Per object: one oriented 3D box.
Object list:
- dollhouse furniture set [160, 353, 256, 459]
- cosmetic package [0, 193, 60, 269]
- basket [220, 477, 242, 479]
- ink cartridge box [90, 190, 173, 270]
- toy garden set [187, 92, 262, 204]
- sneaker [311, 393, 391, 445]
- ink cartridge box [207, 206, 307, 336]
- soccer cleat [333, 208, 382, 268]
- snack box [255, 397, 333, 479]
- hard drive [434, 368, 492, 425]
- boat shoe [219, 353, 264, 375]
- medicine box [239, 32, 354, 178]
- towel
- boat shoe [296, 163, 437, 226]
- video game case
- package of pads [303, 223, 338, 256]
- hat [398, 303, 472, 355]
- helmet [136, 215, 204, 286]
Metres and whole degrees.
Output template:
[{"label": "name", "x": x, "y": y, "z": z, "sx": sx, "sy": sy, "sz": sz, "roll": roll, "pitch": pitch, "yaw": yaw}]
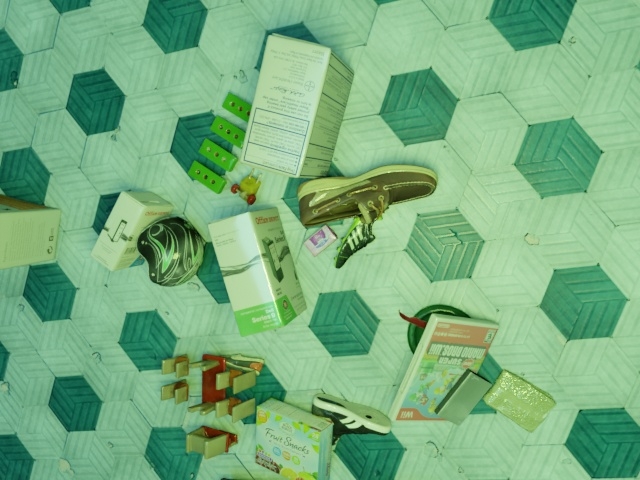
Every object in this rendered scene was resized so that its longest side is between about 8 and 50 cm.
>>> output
[{"label": "dollhouse furniture set", "x": -0.292, "y": 0.440, "z": 1.538, "sx": 0.262, "sy": 0.135, "sz": 0.259, "roll": 4, "pitch": 94, "yaw": 32}, {"label": "cosmetic package", "x": -0.936, "y": -0.021, "z": 1.484, "sx": 0.230, "sy": 0.453, "sz": 0.161, "roll": 14, "pitch": 99, "yaw": 12}, {"label": "basket", "x": -0.152, "y": 0.744, "z": 1.532, "sx": 0.227, "sy": 0.154, "sz": 0.204, "roll": -6, "pitch": 95, "yaw": 11}, {"label": "ink cartridge box", "x": -0.509, "y": -0.029, "z": 1.535, "sx": 0.086, "sy": 0.148, "sz": 0.203, "roll": 33, "pitch": 102, "yaw": 11}, {"label": "toy garden set", "x": -0.209, "y": -0.229, "z": 1.486, "sx": 0.204, "sy": 0.049, "sz": 0.244, "roll": 33, "pitch": 101, "yaw": 17}, {"label": "sneaker", "x": 0.074, "y": 0.494, "z": 1.488, "sx": 0.217, "sy": 0.079, "sz": 0.121, "roll": 16, "pitch": 103, "yaw": 20}, {"label": "ink cartridge box", "x": -0.153, "y": 0.070, "z": 1.424, "sx": 0.122, "sy": 0.211, "sz": 0.289, "roll": -16, "pitch": 92, "yaw": 16}, {"label": "soccer cleat", "x": 0.094, "y": 0.001, "z": 1.435, "sx": 0.072, "sy": 0.060, "sz": 0.178, "roll": 30, "pitch": 99, "yaw": 8}, {"label": "snack box", "x": -0.073, "y": 0.533, "z": 1.490, "sx": 0.207, "sy": 0.070, "sz": 0.174, "roll": 11, "pitch": 105, "yaw": 31}, {"label": "hard drive", "x": 0.351, "y": 0.386, "z": 1.389, "sx": 0.094, "sy": 0.022, "sz": 0.135, "roll": 33, "pitch": 96, "yaw": -33}, {"label": "boat shoe", "x": -0.221, "y": 0.335, "z": 1.557, "sx": 0.137, "sy": 0.049, "sz": 0.043, "roll": 8, "pitch": 59, "yaw": 23}, {"label": "medicine box", "x": -0.047, "y": -0.298, "z": 1.331, "sx": 0.149, "sy": 0.263, "sz": 0.289, "roll": 17, "pitch": 99, "yaw": 12}, {"label": "towel", "x": 0.490, "y": 0.395, "z": 1.394, "sx": 0.148, "sy": 0.027, "sz": 0.110, "roll": 33, "pitch": 102, "yaw": 9}, {"label": "boat shoe", "x": 0.113, "y": -0.092, "z": 1.356, "sx": 0.342, "sy": 0.123, "sz": 0.123, "roll": -6, "pitch": 62, "yaw": 6}, {"label": "video game case", "x": 0.296, "y": 0.313, "z": 1.359, "sx": 0.204, "sy": 0.025, "sz": 0.285, "roll": 11, "pitch": 108, "yaw": -29}, {"label": "package of pads", "x": 0.000, "y": 0.000, "z": 1.471, "sx": 0.083, "sy": 0.032, "sz": 0.050, "roll": -40, "pitch": 87, "yaw": 15}, {"label": "hat", "x": 0.277, "y": 0.252, "z": 1.350, "sx": 0.209, "sy": 0.183, "sz": 0.172, "roll": 15, "pitch": 100, "yaw": 12}, {"label": "helmet", "x": -0.392, "y": 0.037, "z": 1.508, "sx": 0.169, "sy": 0.169, "sz": 0.161, "roll": -39, "pitch": 71, "yaw": 15}]
